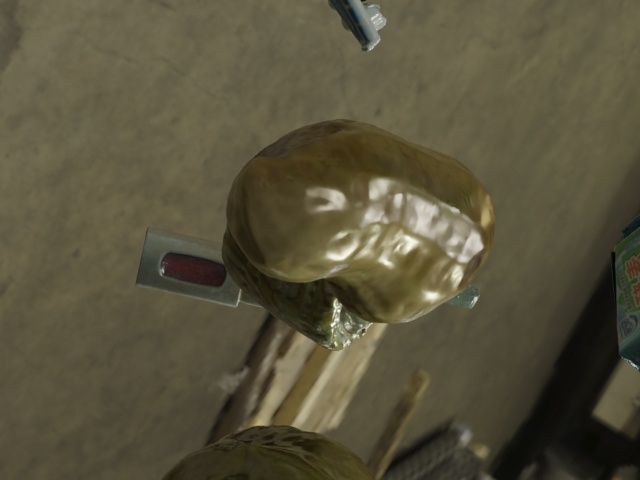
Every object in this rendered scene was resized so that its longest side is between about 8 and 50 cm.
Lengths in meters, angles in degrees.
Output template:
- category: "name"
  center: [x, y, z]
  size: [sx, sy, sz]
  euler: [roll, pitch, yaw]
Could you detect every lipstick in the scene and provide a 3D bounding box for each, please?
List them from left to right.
- category: "lipstick"
  center: [-0.106, 0.048, 1.543]
  size: [0.077, 0.253, 0.079]
  euler: [-154, -102, -82]

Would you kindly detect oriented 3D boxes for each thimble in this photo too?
- category: "thimble"
  center: [0.000, 0.000, 1.150]
  size: [0.137, 0.143, 0.190]
  euler: [-32, 150, -40]

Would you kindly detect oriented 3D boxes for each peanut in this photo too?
- category: "peanut"
  center: [0.028, -0.010, 0.749]
  size: [0.236, 0.110, 0.120]
  euler: [6, 118, -56]

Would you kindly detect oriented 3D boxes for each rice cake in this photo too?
- category: "rice cake"
  center: [0.141, 0.061, 1.678]
  size: [0.029, 0.170, 0.033]
  euler: [-90, -160, -45]

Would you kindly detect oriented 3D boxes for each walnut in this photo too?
- category: "walnut"
  center: [-0.044, 0.309, 1.098]
  size: [0.227, 0.283, 0.283]
  euler: [-34, 148, -55]

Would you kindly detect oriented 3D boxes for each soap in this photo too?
- category: "soap"
  center: [0.502, 0.060, 1.753]
  size: [0.156, 0.077, 0.293]
  euler: [-45, -157, 39]

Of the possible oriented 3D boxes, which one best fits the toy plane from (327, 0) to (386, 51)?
- category: "toy plane"
  center: [0.010, -0.337, 1.328]
  size: [0.122, 0.267, 0.267]
  euler: [-27, 150, -11]
